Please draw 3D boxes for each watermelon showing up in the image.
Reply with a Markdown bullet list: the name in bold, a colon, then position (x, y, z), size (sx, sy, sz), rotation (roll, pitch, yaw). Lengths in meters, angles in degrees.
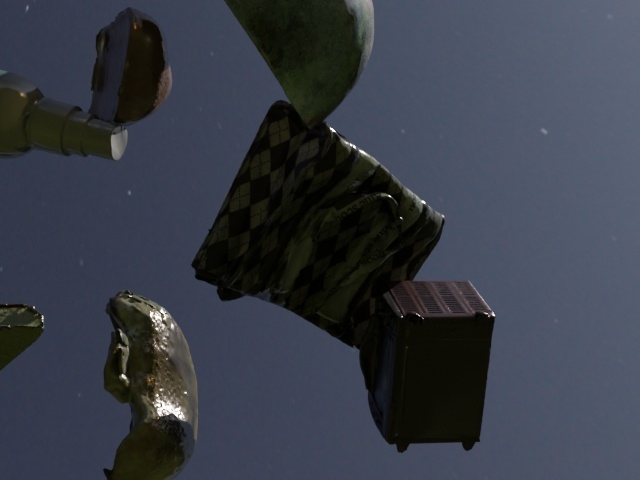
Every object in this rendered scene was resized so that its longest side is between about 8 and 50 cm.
- **watermelon**: position (-0.037, -0.333, 1.189), size (0.175, 0.321, 0.188), rotation (-33, -23, 5)

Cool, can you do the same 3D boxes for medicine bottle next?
- **medicine bottle**: position (-0.414, -0.161, 1.178), size (0.352, 0.110, 0.110), rotation (14, -62, 11)

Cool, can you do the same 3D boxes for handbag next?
- **handbag**: position (0.000, 0.000, 1.546), size (0.416, 0.180, 0.316), rotation (33, -92, -52)

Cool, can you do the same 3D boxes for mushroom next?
- **mushroom**: position (-0.271, 0.242, 1.494), size (0.130, 0.344, 0.247), rotation (-11, -44, -1)

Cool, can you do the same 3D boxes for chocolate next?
- **chocolate**: position (-0.253, -0.220, 1.262), size (0.083, 0.261, 0.161), rotation (9, -87, -23)

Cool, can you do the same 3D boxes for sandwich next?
- **sandwich**: position (-0.549, 0.178, 1.416), size (0.245, 0.063, 0.212), rotation (1, -44, -17)

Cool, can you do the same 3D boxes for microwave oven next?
- **microwave oven**: position (0.174, 0.202, 1.564), size (0.188, 0.178, 0.247), rotation (0, -72, -11)
